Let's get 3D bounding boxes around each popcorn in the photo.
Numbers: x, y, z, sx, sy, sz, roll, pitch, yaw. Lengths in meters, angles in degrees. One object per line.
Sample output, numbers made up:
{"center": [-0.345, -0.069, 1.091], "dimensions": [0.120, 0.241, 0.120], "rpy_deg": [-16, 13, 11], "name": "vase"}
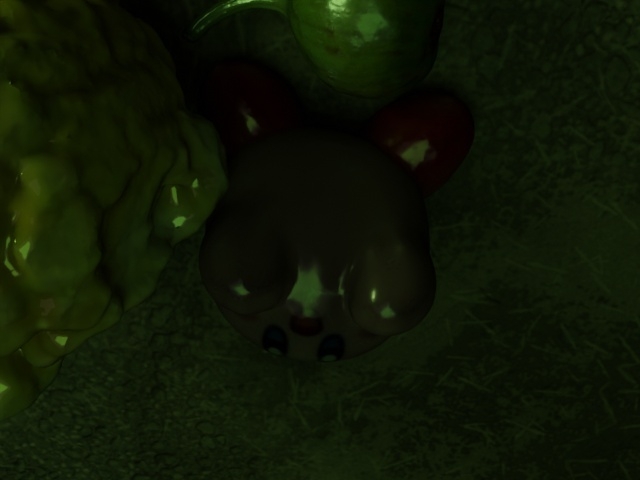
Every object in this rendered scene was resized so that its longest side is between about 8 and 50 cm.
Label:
{"center": [-0.275, -0.077, 0.805], "dimensions": [0.344, 0.354, 0.390], "rpy_deg": [-31, 77, -10], "name": "popcorn"}

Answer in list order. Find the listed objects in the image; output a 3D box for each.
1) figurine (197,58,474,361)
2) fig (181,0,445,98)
{"center": [0.000, -0.004, 0.964], "dimensions": [0.270, 0.261, 0.211], "rpy_deg": [7, 149, -3], "name": "figurine"}
{"center": [-0.010, -0.204, 0.898], "dimensions": [0.245, 0.149, 0.149], "rpy_deg": [9, 123, 20], "name": "fig"}
